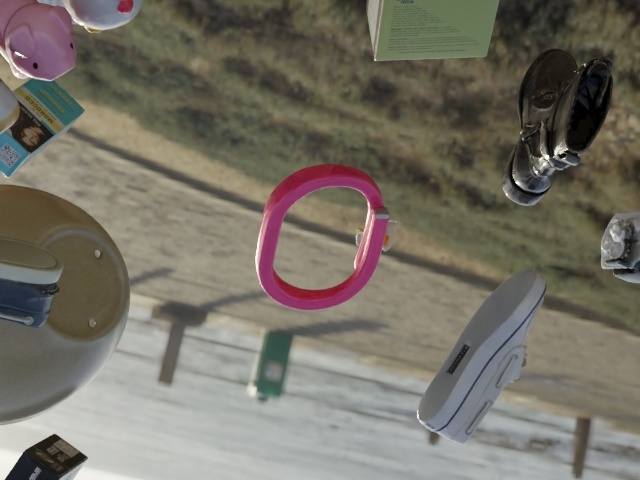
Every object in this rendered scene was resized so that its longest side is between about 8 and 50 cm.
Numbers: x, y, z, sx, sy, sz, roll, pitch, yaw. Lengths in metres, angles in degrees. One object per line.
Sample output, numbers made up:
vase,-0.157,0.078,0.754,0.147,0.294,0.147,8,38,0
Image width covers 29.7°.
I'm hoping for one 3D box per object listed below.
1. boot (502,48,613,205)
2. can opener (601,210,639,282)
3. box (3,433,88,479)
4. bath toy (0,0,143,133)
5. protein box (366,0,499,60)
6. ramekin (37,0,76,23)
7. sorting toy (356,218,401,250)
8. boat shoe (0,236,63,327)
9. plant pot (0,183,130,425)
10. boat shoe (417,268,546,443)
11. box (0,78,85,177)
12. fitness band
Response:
boot,0.327,-0.178,1.578,0.091,0.263,0.229,18,158,-5
can opener,0.414,0.001,1.350,0.093,0.074,0.280,22,169,-20
box,-0.487,0.421,2.054,0.077,0.147,0.180,35,-177,3
bath toy,-0.340,-0.224,1.355,0.151,0.348,0.129,47,160,11
protein box,0.189,-0.423,2.033,0.200,0.136,0.201,-3,145,-6
ramekin,-0.342,-0.422,1.729,0.207,0.207,0.109,11,146,7
sorting toy,0.117,-0.020,2.356,0.083,0.075,0.045,11,130,50
boat shoe,-0.366,0.030,1.101,0.255,0.079,0.095,9,-161,-30
plant pot,-0.325,0.063,1.362,0.284,0.284,0.191,23,156,-40
boat shoe,0.245,0.167,1.700,0.088,0.267,0.096,35,176,-19
box,-0.478,-0.193,1.963,0.100,0.060,0.244,44,-157,-9
fitness band,0.000,0.000,2.026,0.209,0.054,0.291,1,129,-15
